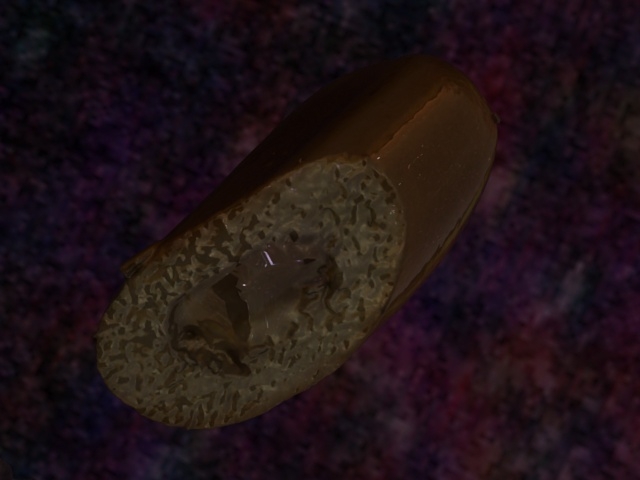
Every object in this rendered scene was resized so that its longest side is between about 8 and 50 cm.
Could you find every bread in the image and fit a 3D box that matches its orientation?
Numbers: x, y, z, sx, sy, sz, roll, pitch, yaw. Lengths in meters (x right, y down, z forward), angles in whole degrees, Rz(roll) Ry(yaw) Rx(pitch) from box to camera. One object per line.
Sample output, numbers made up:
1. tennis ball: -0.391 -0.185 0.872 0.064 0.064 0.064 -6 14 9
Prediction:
1. bread: 0.000 0.001 0.423 0.103 0.062 0.049 -47 112 -35

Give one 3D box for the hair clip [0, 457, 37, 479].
1. hair clip: -0.155 0.085 0.481 0.292 0.106 0.084 25 92 -40
